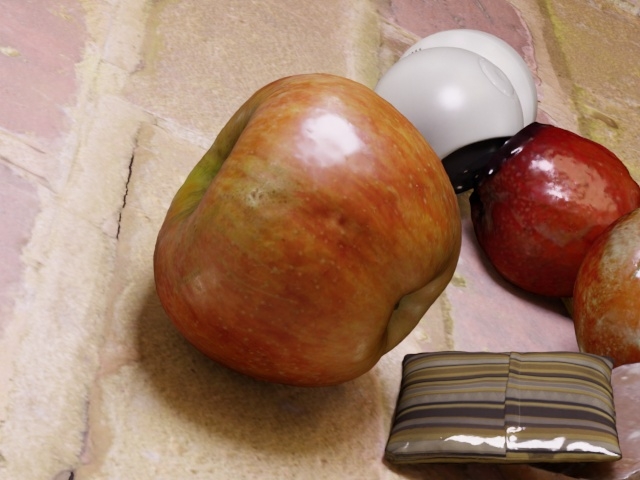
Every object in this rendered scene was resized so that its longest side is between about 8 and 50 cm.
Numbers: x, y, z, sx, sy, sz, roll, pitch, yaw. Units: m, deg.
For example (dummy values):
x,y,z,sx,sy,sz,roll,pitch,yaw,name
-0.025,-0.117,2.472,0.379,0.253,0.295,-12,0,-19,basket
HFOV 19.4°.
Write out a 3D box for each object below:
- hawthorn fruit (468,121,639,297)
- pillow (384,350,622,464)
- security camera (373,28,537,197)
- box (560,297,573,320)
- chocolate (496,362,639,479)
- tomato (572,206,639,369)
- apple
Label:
x,y,z,sx,sy,sz,roll,pitch,yaw,name
0.290,-0.026,2.137,0.251,0.189,0.189,20,24,-2,hawthorn fruit
0.171,0.152,1.731,0.208,0.052,0.212,-2,20,8,pillow
0.147,-0.146,2.208,0.194,0.194,0.236,33,21,8,security camera
0.312,0.068,2.188,0.073,0.020,0.149,20,25,-24,box
0.291,0.200,1.761,0.157,0.080,0.254,10,25,41,chocolate
0.398,0.093,1.982,0.270,0.223,0.270,2,42,-2,tomato
0.000,0.000,1.654,0.250,0.277,0.309,38,35,-11,apple
